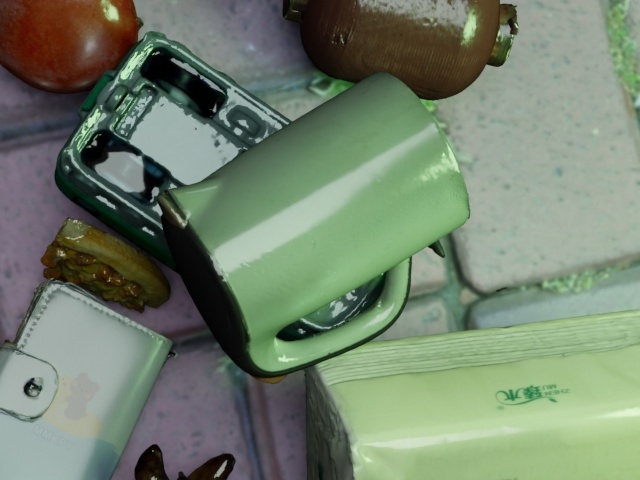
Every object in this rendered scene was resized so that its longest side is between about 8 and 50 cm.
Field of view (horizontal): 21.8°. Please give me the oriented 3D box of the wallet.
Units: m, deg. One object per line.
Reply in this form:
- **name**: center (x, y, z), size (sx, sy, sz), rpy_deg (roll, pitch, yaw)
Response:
- **wallet**: center (-0.265, 0.169, 1.685), size (0.170, 0.069, 0.231), rpy_deg (28, 78, -10)

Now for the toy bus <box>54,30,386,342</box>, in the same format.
- **toy bus**: center (-0.094, -0.037, 1.684), size (0.343, 0.199, 0.183), rpy_deg (35, 74, -5)

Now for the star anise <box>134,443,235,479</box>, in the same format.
- **star anise**: center (-0.174, 0.317, 1.674), size (0.272, 0.102, 0.272), rpy_deg (-7, 104, -27)

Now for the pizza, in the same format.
- **pizza**: center (-0.227, 0.031, 1.699), size (0.175, 0.134, 0.046), rpy_deg (36, 63, -42)

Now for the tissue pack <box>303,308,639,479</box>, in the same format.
- **tissue pack**: center (0.181, 0.245, 1.653), size (0.380, 0.207, 0.297), rpy_deg (-8, 121, -11)

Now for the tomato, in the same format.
- **tomato**: center (-0.270, -0.233, 1.699), size (0.167, 0.167, 0.167), rpy_deg (2, 82, -11)

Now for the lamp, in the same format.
- **lamp**: center (0.079, -0.245, 1.771), size (0.258, 0.180, 0.180), rpy_deg (13, 79, -8)

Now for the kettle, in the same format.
- **kettle**: center (0.000, 0.000, 1.528), size (0.255, 0.165, 0.240), rpy_deg (-32, 118, -16)
